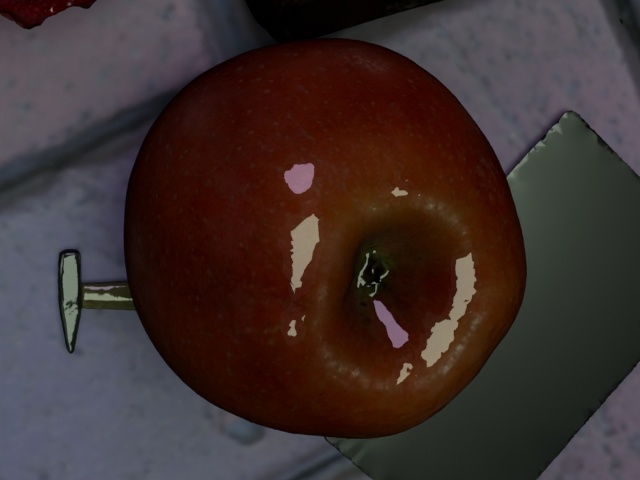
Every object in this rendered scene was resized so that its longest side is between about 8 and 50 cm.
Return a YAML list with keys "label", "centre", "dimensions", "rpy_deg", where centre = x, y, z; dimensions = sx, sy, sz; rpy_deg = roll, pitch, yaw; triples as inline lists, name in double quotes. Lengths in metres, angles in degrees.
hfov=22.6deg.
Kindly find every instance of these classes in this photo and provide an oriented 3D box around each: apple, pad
- label: "apple"
  centre: [0.000, 0.000, 0.880]
  dimensions: [0.218, 0.201, 0.218]
  rpy_deg: [-5, 104, -21]
- label: "pad"
  centre: [0.127, 0.062, 1.040]
  dimensions: [0.159, 0.009, 0.265]
  rpy_deg: [43, 87, -17]

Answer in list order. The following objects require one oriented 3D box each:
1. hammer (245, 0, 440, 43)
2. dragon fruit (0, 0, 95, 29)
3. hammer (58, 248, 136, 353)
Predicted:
- label: "hammer"
  centre: [0.040, -0.335, 0.920]
  dimensions: [0.243, 0.095, 0.408]
  rpy_deg: [-14, 99, -13]
- label: "dragon fruit"
  centre: [-0.164, -0.239, 0.853]
  dimensions: [0.189, 0.163, 0.261]
  rpy_deg: [39, 90, 17]
- label: "hammer"
  centre: [-0.062, 0.038, 0.981]
  dimensions: [0.199, 0.013, 0.062]
  rpy_deg: [1, 98, -15]
